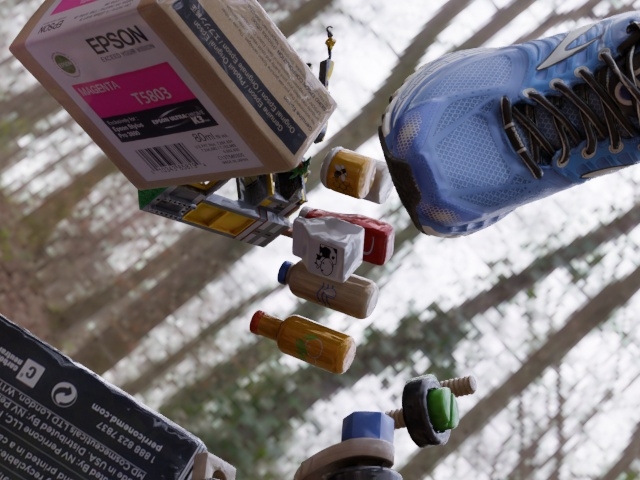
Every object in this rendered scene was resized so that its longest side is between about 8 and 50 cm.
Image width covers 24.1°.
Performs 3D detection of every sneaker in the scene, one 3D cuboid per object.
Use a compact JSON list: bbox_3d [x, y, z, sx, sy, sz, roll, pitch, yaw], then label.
[{"bbox_3d":[0.184,-0.102,1.051,0.147,0.330,0.129,-16,-81,60],"label":"sneaker"}]

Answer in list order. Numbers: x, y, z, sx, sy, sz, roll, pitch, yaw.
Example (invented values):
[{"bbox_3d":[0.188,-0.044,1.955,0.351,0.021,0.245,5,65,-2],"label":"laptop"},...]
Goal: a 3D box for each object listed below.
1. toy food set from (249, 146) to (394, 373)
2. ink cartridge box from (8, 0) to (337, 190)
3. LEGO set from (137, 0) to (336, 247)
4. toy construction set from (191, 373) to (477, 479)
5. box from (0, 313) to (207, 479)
[{"bbox_3d":[0.000,0.000,1.401,0.105,0.111,0.232,19,-51,22],"label":"toy food set"},{"bbox_3d":[-0.132,-0.145,1.309,0.235,0.088,0.193,-5,-46,49],"label":"ink cartridge box"},{"bbox_3d":[-0.063,-0.153,1.560,0.255,0.192,0.331,-43,-134,32],"label":"LEGO set"},{"bbox_3d":[0.007,0.280,1.210,0.237,0.257,0.308,-15,-98,24],"label":"toy construction set"},{"bbox_3d":[-0.405,0.334,1.464,0.297,0.471,0.480,34,-20,-13],"label":"box"}]
